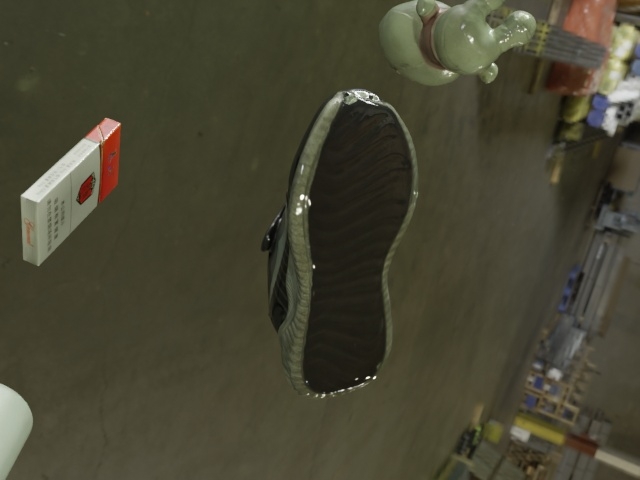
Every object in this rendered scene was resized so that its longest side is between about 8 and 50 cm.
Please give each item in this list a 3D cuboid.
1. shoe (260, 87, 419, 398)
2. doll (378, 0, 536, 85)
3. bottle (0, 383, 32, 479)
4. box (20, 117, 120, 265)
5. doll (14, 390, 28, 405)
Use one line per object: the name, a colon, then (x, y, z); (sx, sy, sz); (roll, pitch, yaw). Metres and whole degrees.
shoe: (0.000, 0.000, 0.571); (0.099, 0.112, 0.227); (-4, 109, -26)
doll: (0.160, -0.278, 1.083); (0.155, 0.275, 0.113); (42, 72, -27)
bottle: (-0.391, 0.257, 0.810); (0.245, 0.104, 0.104); (-85, -178, -62)
box: (-0.398, -0.083, 1.260); (0.245, 0.035, 0.139); (-61, 170, -50)
doll: (-0.481, 0.278, 1.158); (0.078, 0.077, 0.113); (-67, 172, 21)
